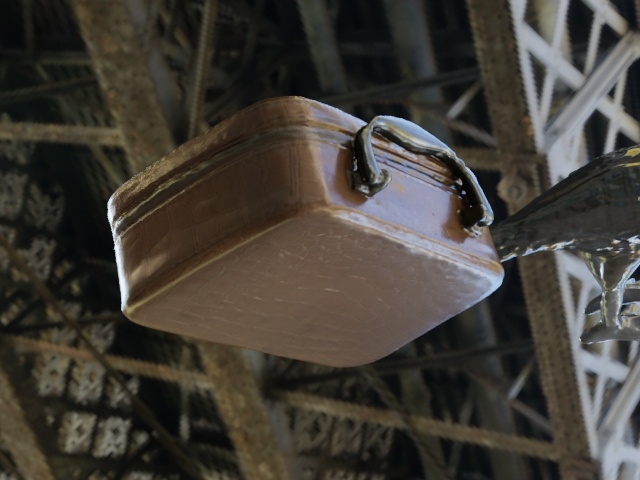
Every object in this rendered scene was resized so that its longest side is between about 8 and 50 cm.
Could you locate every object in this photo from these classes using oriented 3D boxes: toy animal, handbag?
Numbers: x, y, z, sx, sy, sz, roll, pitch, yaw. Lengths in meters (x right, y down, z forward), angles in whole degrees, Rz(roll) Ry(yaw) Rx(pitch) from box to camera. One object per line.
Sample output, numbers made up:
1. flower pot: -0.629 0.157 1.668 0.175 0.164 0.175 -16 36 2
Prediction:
1. toy animal: 0.217 -0.008 0.931 0.081 0.367 0.206 59 -7 49
2. handbag: 0.000 0.000 0.638 0.151 0.193 0.072 -33 -124 33
